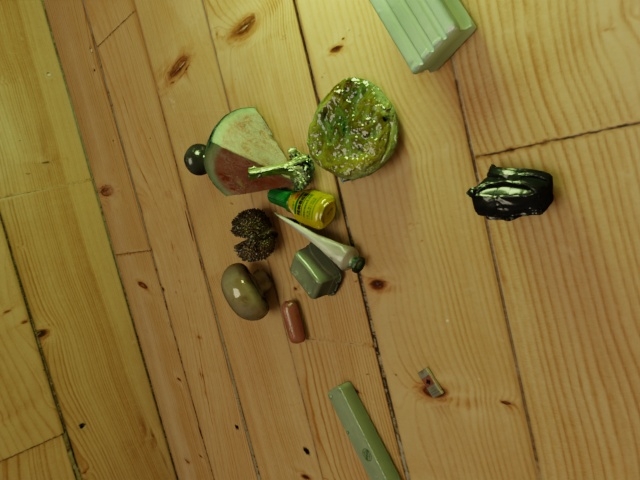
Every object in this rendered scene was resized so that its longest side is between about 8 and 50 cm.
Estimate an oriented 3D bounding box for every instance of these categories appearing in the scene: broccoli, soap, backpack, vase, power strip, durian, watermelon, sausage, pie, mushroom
[{"bbox_3d":[-0.119,-0.211,1.865,0.118,0.204,0.122,-111,20,-63],"label":"broccoli"},{"bbox_3d":[0.217,-0.534,1.392,0.160,0.088,0.265,-43,70,51],"label":"soap"},{"bbox_3d":[0.414,-0.097,1.313,0.165,0.120,0.106,15,138,48],"label":"backpack"},{"bbox_3d":[-0.420,-0.298,2.279,0.183,0.120,0.120,10,113,34],"label":"vase"},{"bbox_3d":[0.147,0.649,1.999,0.385,0.062,0.091,61,141,14],"label":"power strip"},{"bbox_3d":[-0.233,-0.014,2.101,0.196,0.167,0.196,61,177,6],"label":"durian"},{"bbox_3d":[-0.253,-0.245,1.975,0.292,0.250,0.283,42,139,38],"label":"watermelon"},{"bbox_3d":[-0.094,0.284,2.146,0.062,0.062,0.154,-8,99,52],"label":"sausage"},{"bbox_3d":[0.080,-0.290,1.628,0.277,0.078,0.277,-3,85,39],"label":"pie"},{"bbox_3d":[-0.261,0.183,2.239,0.226,0.178,0.226,158,90,-85],"label":"mushroom"}]

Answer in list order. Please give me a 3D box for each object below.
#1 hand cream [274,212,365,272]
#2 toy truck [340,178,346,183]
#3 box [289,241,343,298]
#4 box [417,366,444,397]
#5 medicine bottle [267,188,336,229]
[{"bbox_3d":[0.000,0.000,1.881,0.336,0.121,0.076,33,94,36],"label":"hand cream"},{"bbox_3d":[0.067,-0.234,1.735,0.074,0.063,0.136,153,102,-69],"label":"toy truck"},{"bbox_3d":[-0.021,0.100,1.944,0.172,0.093,0.124,50,143,26],"label":"box"},{"bbox_3d":[0.310,0.401,1.730,0.083,0.012,0.046,58,142,15],"label":"box"},{"bbox_3d":[-0.065,-0.115,1.928,0.309,0.076,0.111,21,84,51],"label":"medicine bottle"}]
